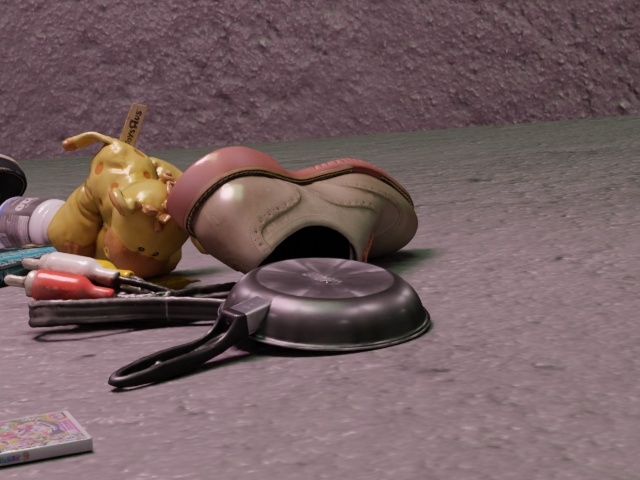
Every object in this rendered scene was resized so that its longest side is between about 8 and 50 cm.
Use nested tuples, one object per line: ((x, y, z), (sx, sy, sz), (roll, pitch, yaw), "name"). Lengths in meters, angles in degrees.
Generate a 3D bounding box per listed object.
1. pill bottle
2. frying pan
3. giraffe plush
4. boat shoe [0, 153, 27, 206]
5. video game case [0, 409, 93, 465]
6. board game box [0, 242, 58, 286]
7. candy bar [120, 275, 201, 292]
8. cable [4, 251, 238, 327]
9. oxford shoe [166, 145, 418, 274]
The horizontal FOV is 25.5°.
((-0.374, -0.019, 1.910), (0.078, 0.078, 0.137), (-12, 12, -42), "pill bottle")
((-0.056, 0.062, 1.285), (0.326, 0.053, 0.197), (-4, 16, -22), "frying pan")
((-0.198, -0.025, 1.581), (0.181, 0.210, 0.170), (-5, 28, -23), "giraffe plush")
((-0.554, -0.058, 2.167), (0.113, 0.127, 0.340), (33, 17, 23), "boat shoe")
((-0.230, 0.144, 1.002), (0.122, 0.011, 0.087), (-8, 10, -21), "video game case")
((-0.395, 0.032, 1.758), (0.126, 0.026, 0.186), (3, 11, 37), "board game box")
((-0.201, 0.056, 1.534), (0.040, 0.018, 0.161), (-1, 9, 42), "candy bar")
((-0.173, 0.047, 1.397), (0.287, 0.072, 0.139), (-2, 8, 16), "cable")
((0.000, 0.000, 1.559), (0.397, 0.140, 0.146), (1, 43, -53), "oxford shoe")
